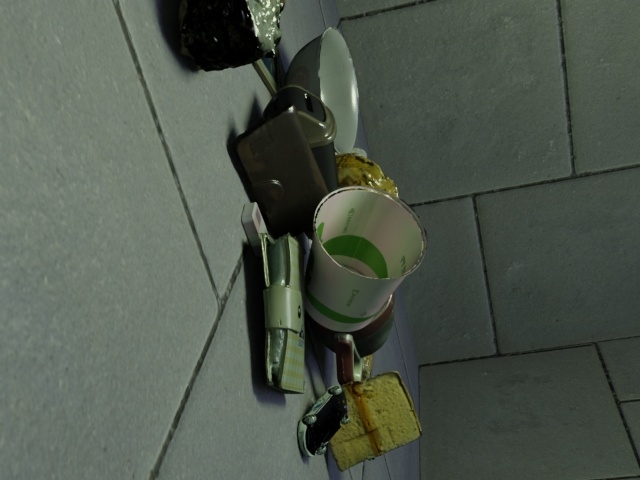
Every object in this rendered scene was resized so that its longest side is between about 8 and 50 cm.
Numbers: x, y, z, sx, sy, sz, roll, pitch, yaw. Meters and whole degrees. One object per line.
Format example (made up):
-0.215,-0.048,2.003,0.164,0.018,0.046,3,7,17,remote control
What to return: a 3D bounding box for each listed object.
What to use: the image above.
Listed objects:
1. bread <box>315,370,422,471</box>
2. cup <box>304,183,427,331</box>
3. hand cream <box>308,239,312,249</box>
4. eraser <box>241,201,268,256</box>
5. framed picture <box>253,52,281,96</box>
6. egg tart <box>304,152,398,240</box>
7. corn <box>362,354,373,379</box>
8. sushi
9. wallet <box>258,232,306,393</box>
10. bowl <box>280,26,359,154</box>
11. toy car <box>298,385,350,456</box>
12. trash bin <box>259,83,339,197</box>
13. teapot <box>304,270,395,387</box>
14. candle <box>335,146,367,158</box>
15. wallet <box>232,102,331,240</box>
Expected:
0.110,0.434,1.857,0.135,0.240,0.178,-109,175,-45,bread
0.078,0.055,1.688,0.274,0.253,0.253,110,-16,-50,cup
0.000,0.000,2.161,0.142,0.053,0.084,27,54,-63,hand cream
-0.134,-0.022,1.576,0.065,0.026,0.105,-87,163,-55,eraser
-0.143,-0.522,1.952,0.209,0.019,0.281,51,33,-69,framed picture
0.059,-0.084,1.949,0.132,0.297,0.297,-8,88,-60,egg tart
0.135,0.333,2.437,0.288,0.086,0.087,-80,157,-58,corn
-0.168,-0.453,1.411,0.211,0.170,0.350,66,18,-44,sushi
-0.072,0.153,1.556,0.223,0.077,0.310,67,20,-74,wallet
-0.016,-0.395,2.068,0.345,0.157,0.346,-3,90,-70,bowl
0.005,0.414,1.745,0.205,0.056,0.096,-38,118,-49,toy car
-0.044,-0.200,1.777,0.209,0.182,0.291,-102,-179,-57,trash bin
0.081,0.227,1.949,0.312,0.233,0.315,73,21,-57,teapot
0.040,-0.233,2.319,0.168,0.192,0.068,-38,-132,51,candle
-0.074,-0.134,1.630,0.042,0.165,0.310,41,-20,43,wallet
